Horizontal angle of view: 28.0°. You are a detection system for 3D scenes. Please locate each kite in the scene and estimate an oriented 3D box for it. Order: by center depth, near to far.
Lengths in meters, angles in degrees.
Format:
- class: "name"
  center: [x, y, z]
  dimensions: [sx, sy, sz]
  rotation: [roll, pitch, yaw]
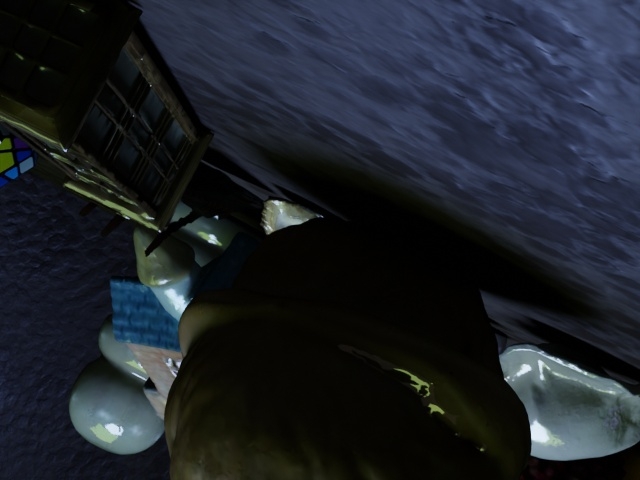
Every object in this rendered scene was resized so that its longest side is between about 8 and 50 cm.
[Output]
- class: "kite"
  center: [-0.120, -0.035, 1.056]
  dimensions: [0.127, 0.016, 0.229]
  rotation: [25, -158, 5]

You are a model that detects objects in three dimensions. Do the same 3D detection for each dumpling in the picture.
- class: "dumpling"
  center: [0.200, 0.133, 1.127]
  dimensions: [0.169, 0.100, 0.134]
  rotation: [20, 159, 39]

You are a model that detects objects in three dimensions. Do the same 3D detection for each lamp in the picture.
- class: "lamp"
  center: [-0.142, -0.080, 0.813]
  dimensions: [0.089, 0.090, 0.325]
  rotation: [26, 175, 6]

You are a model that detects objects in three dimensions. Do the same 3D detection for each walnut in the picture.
- class: "walnut"
  center: [0.017, 0.127, 0.958]
  dimensions: [0.285, 0.296, 0.285]
  rotation: [21, 151, 13]

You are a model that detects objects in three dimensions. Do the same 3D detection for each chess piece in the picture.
- class: "chess piece"
  center: [-0.201, 0.115, 1.627]
  dimensions: [0.182, 0.330, 0.182]
  rotation: [28, 175, 3]

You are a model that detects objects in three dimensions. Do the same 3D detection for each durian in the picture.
- class: "durian"
  center: [0.003, -0.009, 1.113]
  dimensions: [0.130, 0.052, 0.066]
  rotation: [26, 137, -22]

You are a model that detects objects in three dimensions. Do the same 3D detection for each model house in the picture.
- class: "model house"
  center: [-0.095, 0.062, 1.380]
  dimensions: [0.267, 0.194, 0.325]
  rotation: [6, 143, 36]

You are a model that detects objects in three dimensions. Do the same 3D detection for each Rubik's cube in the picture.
- class: "Rubik's cube"
  center: [-0.349, -0.117, 1.324]
  dimensions: [0.133, 0.133, 0.112]
  rotation: [19, 144, 54]

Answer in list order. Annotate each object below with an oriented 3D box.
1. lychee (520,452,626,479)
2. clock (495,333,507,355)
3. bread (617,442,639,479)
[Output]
- class: "lychee"
  center: [0.238, 0.316, 1.614]
  dimensions: [0.306, 0.306, 0.330]
  rotation: [23, 177, 37]
- class: "clock"
  center: [0.145, 0.095, 1.308]
  dimensions: [0.087, 0.041, 0.129]
  rotation: [22, 178, 12]
- class: "bread"
  center: [0.501, 0.409, 1.770]
  dimensions: [0.344, 0.195, 0.149]
  rotation: [24, -166, 29]
